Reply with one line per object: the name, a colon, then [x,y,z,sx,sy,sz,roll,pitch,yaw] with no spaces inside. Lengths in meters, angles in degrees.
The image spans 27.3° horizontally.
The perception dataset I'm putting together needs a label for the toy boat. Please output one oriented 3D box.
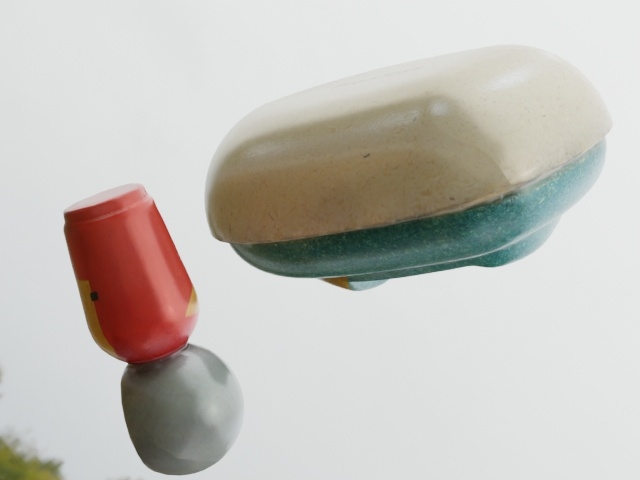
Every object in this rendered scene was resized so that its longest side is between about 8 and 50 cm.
toy boat: [0.000,0.000,0.740,0.267,0.318,0.148,-4,-71,49]
